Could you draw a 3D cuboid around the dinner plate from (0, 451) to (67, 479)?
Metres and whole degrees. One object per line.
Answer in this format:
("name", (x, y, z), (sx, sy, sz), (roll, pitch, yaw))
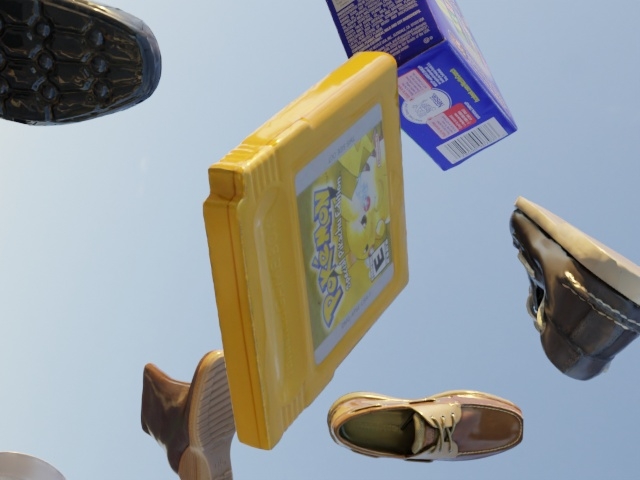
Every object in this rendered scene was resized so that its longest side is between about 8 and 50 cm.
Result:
("dinner plate", (-0.349, 0.291, 1.235), (0.017, 0.141, 0.141), (-100, -150, -57))

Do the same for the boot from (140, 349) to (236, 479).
("boot", (-0.192, 0.221, 1.528), (0.207, 0.090, 0.249), (34, -50, 42))

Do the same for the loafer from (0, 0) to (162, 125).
("loafer", (-0.187, -0.108, 0.613), (0.078, 0.223, 0.076), (-47, 139, -65))

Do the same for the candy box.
("candy box", (0.097, -0.281, 1.351), (0.122, 0.268, 0.317), (-27, -118, 17))

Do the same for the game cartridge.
("game cartridge", (0.000, 0.000, 1.087), (0.324, 0.052, 0.285), (-47, 139, -51))

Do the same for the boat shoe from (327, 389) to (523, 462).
("boat shoe", (0.171, 0.315, 1.816), (0.120, 0.323, 0.123), (-53, 142, -85))

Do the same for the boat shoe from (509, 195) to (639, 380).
("boat shoe", (0.130, 0.024, 0.609), (0.065, 0.075, 0.206), (-58, -176, 7))
